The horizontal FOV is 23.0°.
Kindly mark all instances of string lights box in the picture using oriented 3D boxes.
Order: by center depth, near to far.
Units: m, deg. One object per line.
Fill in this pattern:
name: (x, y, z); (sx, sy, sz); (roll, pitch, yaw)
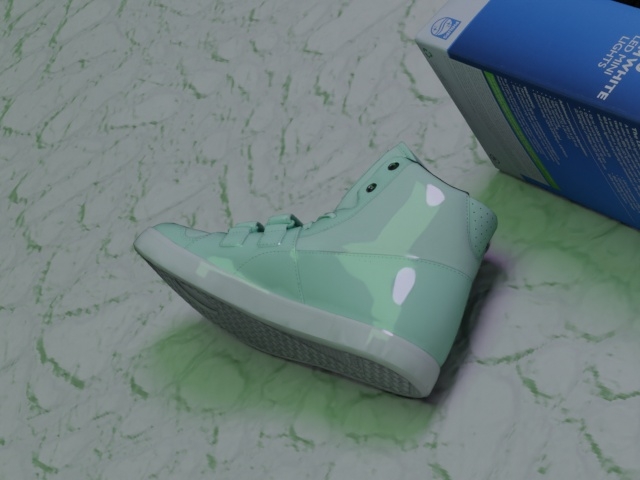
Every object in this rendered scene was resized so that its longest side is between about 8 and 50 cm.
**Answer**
string lights box: (0.187, -0.072, 0.950); (0.077, 0.133, 0.259); (-48, 41, -12)

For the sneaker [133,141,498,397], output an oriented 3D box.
sneaker: (0.001, 0.000, 1.052); (0.256, 0.094, 0.151); (18, 70, 35)

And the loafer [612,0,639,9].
loafer: (0.273, -0.275, 1.011); (0.366, 0.134, 0.130); (-44, 24, 30)
